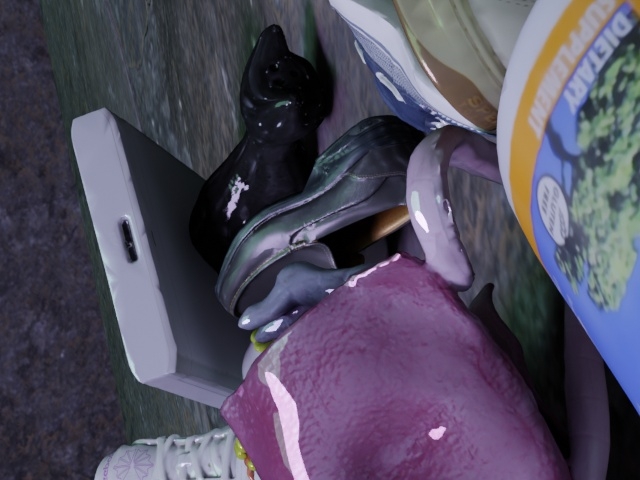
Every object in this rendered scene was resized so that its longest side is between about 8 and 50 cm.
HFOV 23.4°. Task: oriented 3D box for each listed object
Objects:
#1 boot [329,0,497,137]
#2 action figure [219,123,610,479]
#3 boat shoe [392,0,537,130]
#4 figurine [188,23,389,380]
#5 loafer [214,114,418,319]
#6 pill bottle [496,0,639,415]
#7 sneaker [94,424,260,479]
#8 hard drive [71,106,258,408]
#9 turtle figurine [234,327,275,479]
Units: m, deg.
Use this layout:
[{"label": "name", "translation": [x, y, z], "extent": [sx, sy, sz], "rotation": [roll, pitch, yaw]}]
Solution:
[{"label": "boot", "translation": [0.069, -0.081, 0.749], "extent": [0.190, 0.069, 0.086], "rotation": [53, 173, 51]}, {"label": "action figure", "translation": [0.108, 0.179, 0.667], "extent": [0.275, 0.248, 0.370], "rotation": [-49, 52, 24]}, {"label": "boat shoe", "translation": [0.058, -0.188, 0.652], "extent": [0.105, 0.089, 0.285], "rotation": [10, -121, -60]}, {"label": "figurine", "translation": [-0.017, -0.008, 1.072], "extent": [0.209, 0.092, 0.214], "rotation": [105, 149, -52]}, {"label": "loafer", "translation": [0.000, 0.000, 0.923], "extent": [0.170, 0.062, 0.061], "rotation": [-46, 60, 31]}, {"label": "pill bottle", "translation": [0.155, 0.036, 0.314], "extent": [0.272, 0.152, 0.152], "rotation": [-117, 21, -45]}, {"label": "sneaker", "translation": [-0.097, 0.211, 1.271], "extent": [0.305, 0.152, 0.114], "rotation": [-43, 28, 43]}, {"label": "hard drive", "translation": [-0.099, 0.032, 1.228], "extent": [0.307, 0.040, 0.203], "rotation": [38, -146, -71]}, {"label": "turtle figurine", "translation": [0.034, 0.150, 0.989], "extent": [0.269, 0.087, 0.217], "rotation": [34, 142, 45]}]
